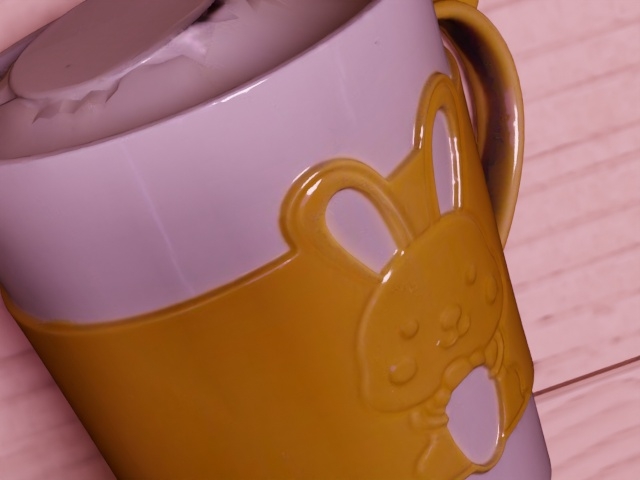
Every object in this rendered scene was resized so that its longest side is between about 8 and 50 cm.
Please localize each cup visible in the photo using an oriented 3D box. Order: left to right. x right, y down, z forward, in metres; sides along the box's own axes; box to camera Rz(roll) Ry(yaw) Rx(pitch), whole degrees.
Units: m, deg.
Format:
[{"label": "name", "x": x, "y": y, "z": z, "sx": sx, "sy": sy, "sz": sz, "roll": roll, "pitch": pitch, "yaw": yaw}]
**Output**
[{"label": "cup", "x": 0.000, "y": 0.000, "z": 0.707, "sx": 0.241, "sy": 0.185, "sz": 0.226, "roll": -37, "pitch": 116, "yaw": -33}]
